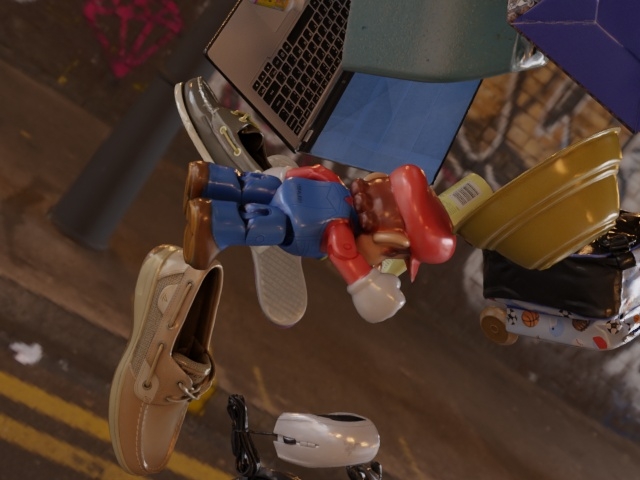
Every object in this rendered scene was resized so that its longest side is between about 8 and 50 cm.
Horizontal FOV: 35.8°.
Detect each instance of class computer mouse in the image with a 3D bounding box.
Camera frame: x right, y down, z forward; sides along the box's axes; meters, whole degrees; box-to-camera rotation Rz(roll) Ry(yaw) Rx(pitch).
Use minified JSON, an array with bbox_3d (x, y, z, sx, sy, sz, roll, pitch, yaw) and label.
[{"bbox_3d":[-0.024,0.246,1.234,0.193,0.106,0.042,-1,4,13],"label":"computer mouse"}]

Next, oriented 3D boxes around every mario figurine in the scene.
[{"bbox_3d":[0.000,0.000,1.156,0.321,0.198,0.170,5,-11,-11],"label":"mario figurine"}]

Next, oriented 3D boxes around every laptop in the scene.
[{"bbox_3d":[0.070,-0.352,1.822,0.236,0.382,0.408,-9,-46,46],"label":"laptop"}]

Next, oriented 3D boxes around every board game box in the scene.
[{"bbox_3d":[0.356,-0.318,1.191,0.232,0.141,0.291,34,44,-24],"label":"board game box"}]

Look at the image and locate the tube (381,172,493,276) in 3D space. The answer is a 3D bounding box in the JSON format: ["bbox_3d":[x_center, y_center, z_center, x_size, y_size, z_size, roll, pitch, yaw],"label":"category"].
[{"bbox_3d":[0.149,-0.011,1.463,0.062,0.240,0.070,54,-15,2],"label":"tube"}]

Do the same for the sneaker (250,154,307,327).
[{"bbox_3d":[-0.074,0.007,1.658,0.102,0.282,0.161,0,-8,-1],"label":"sneaker"}]

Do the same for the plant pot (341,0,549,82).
[{"bbox_3d":[0.216,-0.351,1.462,0.252,0.247,0.247,21,24,28],"label":"plant pot"}]

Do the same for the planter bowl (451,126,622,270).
[{"bbox_3d":[0.261,-0.028,1.099,0.090,0.217,0.217,60,15,10],"label":"planter bowl"}]

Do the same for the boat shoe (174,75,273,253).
[{"bbox_3d":[-0.116,-0.123,1.396,0.305,0.091,0.109,62,12,28],"label":"boat shoe"}]

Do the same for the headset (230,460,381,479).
[{"bbox_3d":[-0.072,0.424,1.439,0.185,0.394,0.243,57,22,-35],"label":"headset"}]

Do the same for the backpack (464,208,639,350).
[{"bbox_3d":[0.405,0.044,1.506,0.263,0.213,0.277,-23,26,-39],"label":"backpack"}]

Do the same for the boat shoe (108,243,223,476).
[{"bbox_3d":[-0.213,0.181,1.402,0.110,0.341,0.122,14,10,29],"label":"boat shoe"}]

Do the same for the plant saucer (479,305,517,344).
[{"bbox_3d":[0.325,0.161,1.830,0.083,0.083,0.015,41,50,20],"label":"plant saucer"}]

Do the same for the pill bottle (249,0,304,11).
[{"bbox_3d":[-0.068,-0.384,1.554,0.083,0.043,0.043,11,19,-18],"label":"pill bottle"}]
